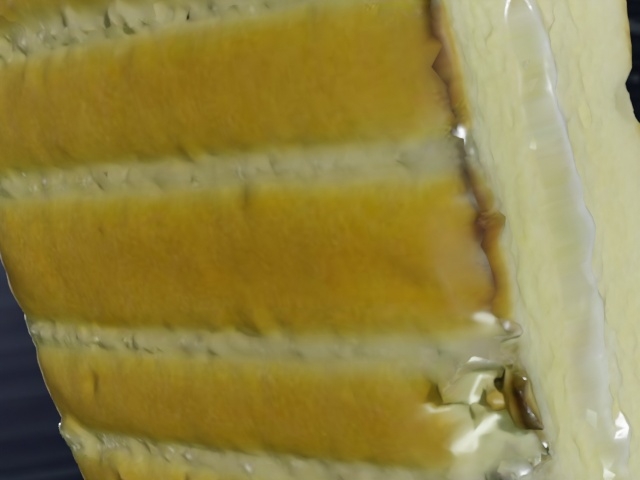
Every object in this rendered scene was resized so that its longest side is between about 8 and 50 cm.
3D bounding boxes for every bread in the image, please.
[{"bbox_3d":[0.000,0.000,0.522,0.246,0.111,0.239,-2,109,43],"label":"bread"}]
